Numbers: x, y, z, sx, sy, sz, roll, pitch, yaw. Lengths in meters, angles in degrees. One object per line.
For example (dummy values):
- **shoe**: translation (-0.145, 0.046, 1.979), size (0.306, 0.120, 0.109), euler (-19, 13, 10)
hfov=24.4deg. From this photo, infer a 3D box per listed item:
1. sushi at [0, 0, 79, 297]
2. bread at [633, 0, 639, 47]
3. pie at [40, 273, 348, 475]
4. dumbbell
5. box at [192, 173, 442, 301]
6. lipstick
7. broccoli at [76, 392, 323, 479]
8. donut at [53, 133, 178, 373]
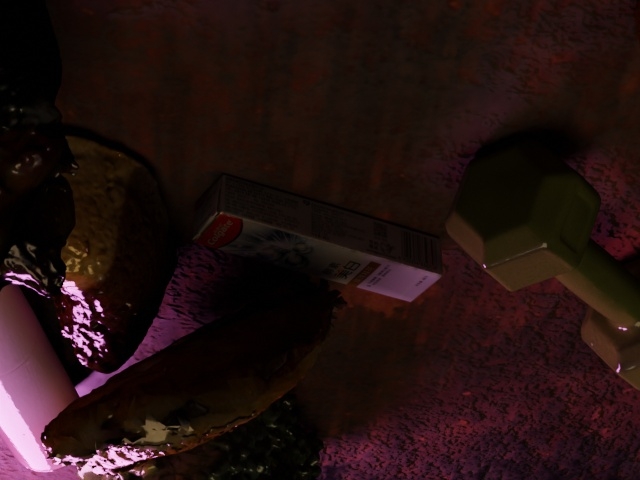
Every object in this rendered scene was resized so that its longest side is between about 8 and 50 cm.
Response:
- **sushi**: translation (-0.266, -0.032, 0.965), size (0.227, 0.212, 0.215), euler (-38, 161, -32)
- **bread**: translation (0.247, -0.147, 0.999), size (0.035, 0.094, 0.090), euler (3, 147, -11)
- **pie**: translation (-0.109, 0.125, 1.283), size (0.308, 0.085, 0.308), euler (-30, 180, 0)
- **dumbbell**: translation (0.228, 0.027, 1.251), size (0.108, 0.121, 0.302), euler (8, 161, 44)
- **box**: translation (0.000, 0.000, 1.258), size (0.218, 0.039, 0.055), euler (15, 144, -25)
- **lipstick**: translation (-0.290, 0.107, 1.360), size (0.087, 0.087, 0.327), euler (-5, 147, 5)
- **broccoli**: translation (-0.134, 0.238, 1.518), size (0.245, 0.248, 0.288), euler (26, 167, 24)
- **donut**: translation (-0.196, 0.011, 1.197), size (0.151, 0.112, 0.295), euler (-18, 145, 28)
